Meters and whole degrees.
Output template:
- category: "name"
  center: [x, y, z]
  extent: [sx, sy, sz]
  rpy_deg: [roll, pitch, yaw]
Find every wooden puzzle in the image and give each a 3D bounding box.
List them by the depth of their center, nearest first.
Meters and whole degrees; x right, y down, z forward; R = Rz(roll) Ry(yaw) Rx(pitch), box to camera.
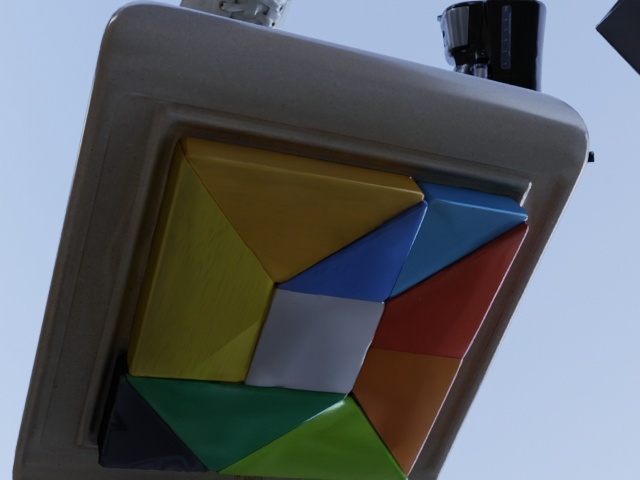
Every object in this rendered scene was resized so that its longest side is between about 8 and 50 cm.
- category: "wooden puzzle"
  center: [-0.008, 0.035, 0.411]
  extent: [0.221, 0.044, 0.239]
  rpy_deg: [9, -68, -22]

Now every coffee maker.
- category: "coffee maker"
  center: [0.218, -0.177, 1.060]
  extent: [0.120, 0.171, 0.178]
  rpy_deg: [161, -65, -70]

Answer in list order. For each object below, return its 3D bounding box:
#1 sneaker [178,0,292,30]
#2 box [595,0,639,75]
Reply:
- category: "sneaker"
  center: [-0.077, -0.244, 0.899]
  extent: [0.106, 0.123, 0.290]
  rpy_deg: [12, -85, -18]
- category: "box"
  center: [0.360, -0.156, 0.674]
  extent: [0.165, 0.270, 0.143]
  rpy_deg: [54, -49, 21]
